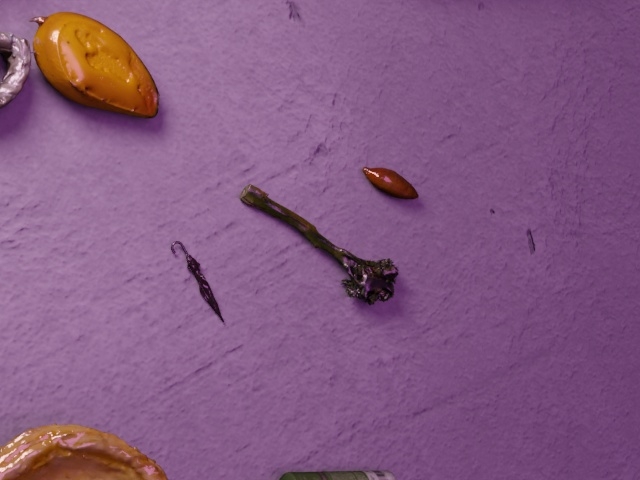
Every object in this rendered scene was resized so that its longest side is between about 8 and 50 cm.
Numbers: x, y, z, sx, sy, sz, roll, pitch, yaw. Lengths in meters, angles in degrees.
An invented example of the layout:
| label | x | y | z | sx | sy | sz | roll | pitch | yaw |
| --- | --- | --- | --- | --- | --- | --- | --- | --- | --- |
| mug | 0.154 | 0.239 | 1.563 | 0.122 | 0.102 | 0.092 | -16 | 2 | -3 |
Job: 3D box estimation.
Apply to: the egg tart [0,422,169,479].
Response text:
| label | x | y | z | sx | sy | sz | roll | pitch | yaw |
| --- | --- | --- | --- | --- | --- | --- | --- | --- | --- |
| egg tart | -0.295 | 0.353 | 1.423 | 0.294 | 0.123 | 0.293 | 2 | 86 | -26 |

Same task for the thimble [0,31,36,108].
| label | x | y | z | sx | sy | sz | roll | pitch | yaw |
| --- | --- | --- | --- | --- | --- | --- | --- | --- | --- |
| thimble | -0.379 | -0.193 | 1.428 | 0.110 | 0.062 | 0.084 | -40 | 108 | -24 |

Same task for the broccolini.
| label | x | y | z | sx | sy | sz | roll | pitch | yaw |
| --- | --- | --- | --- | --- | --- | --- | --- | --- | --- |
| broccolini | -0.005 | 0.006 | 1.657 | 0.254 | 0.071 | 0.057 | 32 | 115 | -18 |

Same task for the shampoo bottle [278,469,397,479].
| label | x | y | z | sx | sy | sz | roll | pitch | yaw |
| --- | --- | --- | --- | --- | --- | --- | --- | --- | --- |
| shampoo bottle | 0.003 | 0.332 | 1.622 | 0.205 | 0.065 | 0.065 | 5 | 86 | -29 |

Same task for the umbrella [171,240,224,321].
| label | x | y | z | sx | sy | sz | roll | pitch | yaw |
| --- | --- | --- | --- | --- | --- | --- | --- | --- | --- |
| umbrella | -0.149 | 0.050 | 1.576 | 0.022 | 0.013 | 0.122 | -36 | 106 | -13 |

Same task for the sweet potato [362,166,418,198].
| label | x | y | z | sx | sy | sz | roll | pitch | yaw |
| --- | --- | --- | --- | --- | --- | --- | --- | --- | --- |
| sweet potato | 0.099 | -0.078 | 1.709 | 0.095 | 0.034 | 0.034 | 23 | 77 | -24 |

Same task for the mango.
| label | x | y | z | sx | sy | sz | roll | pitch | yaw |
| --- | --- | --- | --- | --- | --- | --- | --- | --- | --- |
| mango | -0.269 | -0.207 | 1.492 | 0.187 | 0.066 | 0.101 | 31 | 66 | -31 |
